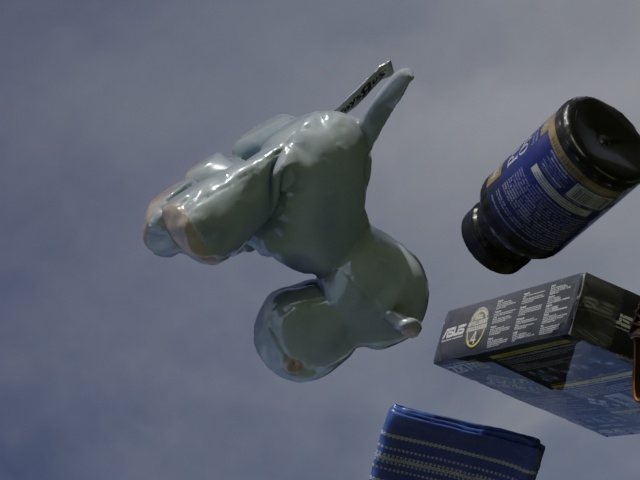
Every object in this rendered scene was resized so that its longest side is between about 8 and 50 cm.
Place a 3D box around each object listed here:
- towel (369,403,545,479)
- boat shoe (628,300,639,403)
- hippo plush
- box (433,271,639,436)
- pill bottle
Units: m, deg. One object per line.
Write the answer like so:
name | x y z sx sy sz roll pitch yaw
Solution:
towel | 0.180 0.425 2.009 0.040 0.243 0.335 -74 -3 -81
boat shoe | 0.362 0.093 1.431 0.060 0.064 0.177 -3 -82 -25
hippo plush | 0.000 0.000 1.313 0.294 0.234 0.236 -31 -78 0
box | 0.378 0.168 1.830 0.318 0.395 0.097 21 -107 -15
pill bottle | 0.260 -0.055 1.537 0.123 0.122 0.219 -8 -27 -40
